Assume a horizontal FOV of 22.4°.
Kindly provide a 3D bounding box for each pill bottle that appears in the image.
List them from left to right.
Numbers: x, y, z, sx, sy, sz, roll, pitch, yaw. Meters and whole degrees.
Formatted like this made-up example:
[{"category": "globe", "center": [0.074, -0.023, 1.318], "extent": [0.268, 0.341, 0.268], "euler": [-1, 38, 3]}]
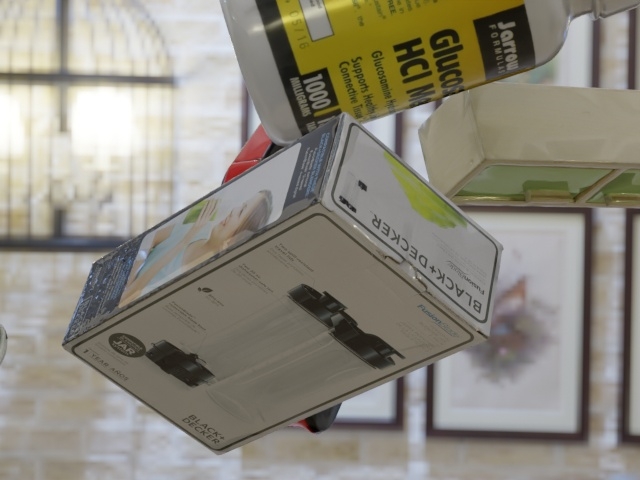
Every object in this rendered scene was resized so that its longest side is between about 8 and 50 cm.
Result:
[{"category": "pill bottle", "center": [0.090, -0.213, 1.360], "extent": [0.334, 0.188, 0.188], "euler": [-18, 0, 4]}]

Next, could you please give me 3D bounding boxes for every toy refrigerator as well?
[{"category": "toy refrigerator", "center": [0.242, -0.088, 1.593], "extent": [0.270, 0.094, 0.102], "euler": [0, -24, -28]}]

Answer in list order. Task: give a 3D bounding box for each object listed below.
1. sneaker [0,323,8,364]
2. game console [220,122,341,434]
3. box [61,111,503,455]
[{"category": "sneaker", "center": [-0.480, 0.185, 2.057], "extent": [0.094, 0.091, 0.258], "euler": [33, 34, -7]}, {"category": "game console", "center": [0.000, 0.000, 1.936], "extent": [0.060, 0.386, 0.342], "euler": [5, 39, 25]}, {"category": "box", "center": [-0.030, 0.042, 1.169], "extent": [0.169, 0.087, 0.290], "euler": [38, -44, -25]}]
